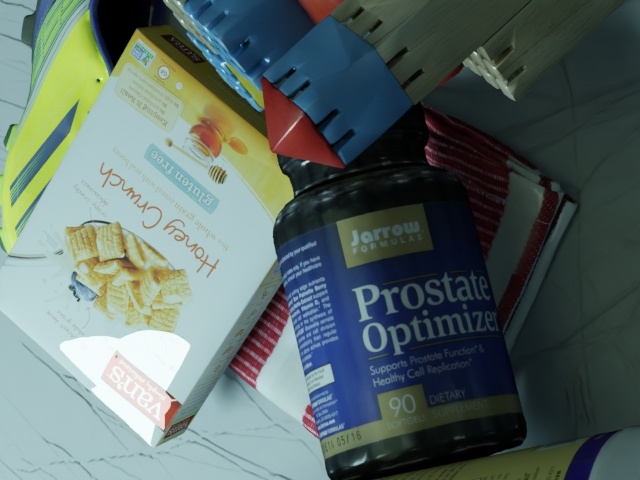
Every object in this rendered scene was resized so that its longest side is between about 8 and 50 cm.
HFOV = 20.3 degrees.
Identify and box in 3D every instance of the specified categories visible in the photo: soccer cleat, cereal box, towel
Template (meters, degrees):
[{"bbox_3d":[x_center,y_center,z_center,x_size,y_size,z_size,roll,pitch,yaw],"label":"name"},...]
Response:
[{"bbox_3d":[-0.167,-0.077,1.318,0.121,0.093,0.289,6,91,35],"label":"soccer cleat"},{"bbox_3d":[-0.110,-0.001,1.221,0.173,0.047,0.240,39,115,15],"label":"cereal box"},{"bbox_3d":[0.000,0.000,1.205,0.329,0.037,0.237,34,109,37],"label":"towel"}]

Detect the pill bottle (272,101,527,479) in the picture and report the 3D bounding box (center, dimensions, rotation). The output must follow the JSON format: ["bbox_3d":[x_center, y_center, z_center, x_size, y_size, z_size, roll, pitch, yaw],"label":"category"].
[{"bbox_3d":[0.040,0.029,1.070,0.123,0.123,0.219,-22,77,37],"label":"pill bottle"}]

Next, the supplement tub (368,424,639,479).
[{"bbox_3d":[0.068,0.243,0.961,0.331,0.241,0.241,-16,76,28],"label":"supplement tub"}]

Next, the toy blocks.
[{"bbox_3d":[0.022,-0.178,1.035,0.261,0.191,0.381,-42,43,-3],"label":"toy blocks"}]
